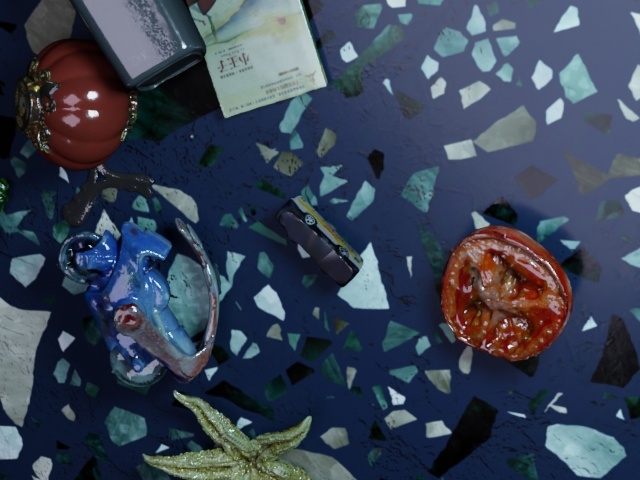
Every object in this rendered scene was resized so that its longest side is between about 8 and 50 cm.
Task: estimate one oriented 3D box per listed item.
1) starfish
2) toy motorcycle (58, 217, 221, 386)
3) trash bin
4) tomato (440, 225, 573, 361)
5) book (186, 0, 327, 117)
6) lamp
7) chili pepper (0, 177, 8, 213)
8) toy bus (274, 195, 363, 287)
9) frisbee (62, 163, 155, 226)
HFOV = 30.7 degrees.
[{"bbox_3d":[-0.137,0.403,2.160,0.347,0.078,0.358,-29,96,24],"label":"starfish"},{"bbox_3d":[-0.307,0.096,2.095,0.182,0.241,0.319,4,121,60],"label":"toy motorcycle"},{"bbox_3d":[-0.315,-0.397,1.885,0.182,0.209,0.290,-30,94,3],"label":"trash bin"},{"bbox_3d":[0.305,0.078,1.906,0.227,0.101,0.228,9,111,24],"label":"tomato"},{"bbox_3d":[-0.118,-0.369,1.940,0.201,0.026,0.290,-15,101,21],"label":"book"},{"bbox_3d":[-0.410,-0.232,1.988,0.226,0.227,0.227,5,108,17],"label":"lamp"},{"bbox_3d":[-0.646,-0.028,2.205,0.108,0.062,0.216,37,114,-3],"label":"chili pepper"},{"bbox_3d":[0.000,0.000,1.992,0.172,0.072,0.057,45,113,2],"label":"toy bus"},{"bbox_3d":[-0.387,-0.117,2.115,0.187,0.012,0.211,8,108,15],"label":"frisbee"}]
